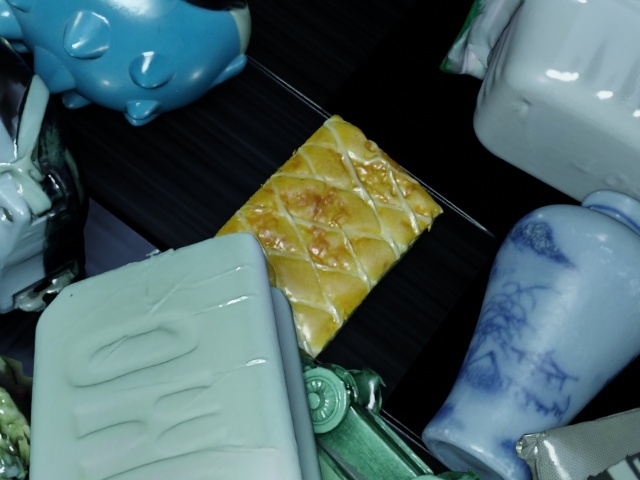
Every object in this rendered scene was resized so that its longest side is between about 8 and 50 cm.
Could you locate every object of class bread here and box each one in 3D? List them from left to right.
[{"bbox_3d":[-0.001,0.001,0.904,0.125,0.068,0.188,39,61,8],"label":"bread"}]

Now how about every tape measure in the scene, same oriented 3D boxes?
[{"bbox_3d":[-0.246,-0.059,0.813,0.107,0.182,0.181,-33,73,-26],"label":"tape measure"}]

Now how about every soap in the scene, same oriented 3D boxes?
[{"bbox_3d":[-0.092,0.142,0.707,0.172,0.095,0.290,-18,45,6],"label":"soap"}]

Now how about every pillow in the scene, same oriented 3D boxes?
[{"bbox_3d":[0.268,0.189,0.835,0.255,0.059,0.169,-12,101,-24],"label":"pillow"}]

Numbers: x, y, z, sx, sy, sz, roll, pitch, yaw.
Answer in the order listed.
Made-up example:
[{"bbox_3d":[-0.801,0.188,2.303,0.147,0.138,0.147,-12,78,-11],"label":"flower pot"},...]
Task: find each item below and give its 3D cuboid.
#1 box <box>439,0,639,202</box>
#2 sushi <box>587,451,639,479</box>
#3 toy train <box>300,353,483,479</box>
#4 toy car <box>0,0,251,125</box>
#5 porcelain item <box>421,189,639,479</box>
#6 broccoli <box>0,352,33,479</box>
[{"bbox_3d":[0.257,-0.091,0.918,0.336,0.264,0.106,30,74,3],"label":"box"},{"bbox_3d":[0.235,0.310,0.735,0.339,0.069,0.320,-20,90,-20],"label":"sushi"},{"bbox_3d":[0.024,0.178,0.797,0.200,0.083,0.132,44,101,23],"label":"toy train"},{"bbox_3d":[-0.179,-0.204,0.900,0.255,0.188,0.190,46,70,-3],"label":"toy car"},{"bbox_3d":[0.182,0.074,0.880,0.141,0.141,0.259,33,68,4],"label":"porcelain item"},{"bbox_3d":[-0.276,0.032,0.717,0.164,0.145,0.304,-6,94,12],"label":"broccoli"}]
